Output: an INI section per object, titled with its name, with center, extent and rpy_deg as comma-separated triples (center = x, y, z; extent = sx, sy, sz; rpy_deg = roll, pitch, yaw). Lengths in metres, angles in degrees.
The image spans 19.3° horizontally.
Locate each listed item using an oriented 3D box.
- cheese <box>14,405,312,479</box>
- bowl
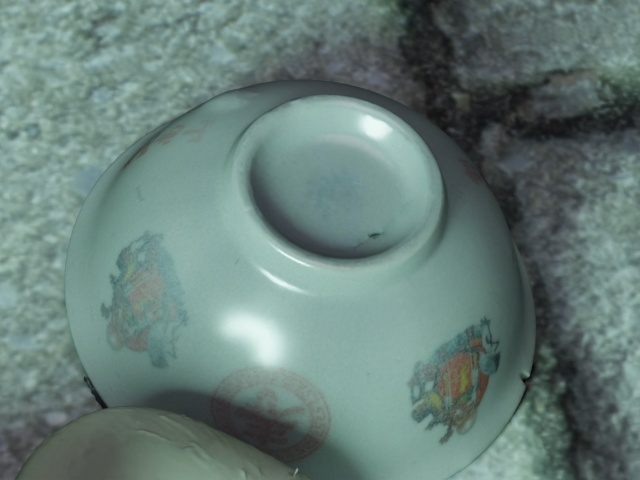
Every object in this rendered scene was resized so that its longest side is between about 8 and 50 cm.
[cheese]
center = -0.107, 0.195, 1.148
extent = 0.189, 0.154, 0.198
rpy_deg = 26, 57, 12
[bowl]
center = 0.000, 0.000, 1.288
extent = 0.346, 0.157, 0.345
rpy_deg = 5, 57, -8
